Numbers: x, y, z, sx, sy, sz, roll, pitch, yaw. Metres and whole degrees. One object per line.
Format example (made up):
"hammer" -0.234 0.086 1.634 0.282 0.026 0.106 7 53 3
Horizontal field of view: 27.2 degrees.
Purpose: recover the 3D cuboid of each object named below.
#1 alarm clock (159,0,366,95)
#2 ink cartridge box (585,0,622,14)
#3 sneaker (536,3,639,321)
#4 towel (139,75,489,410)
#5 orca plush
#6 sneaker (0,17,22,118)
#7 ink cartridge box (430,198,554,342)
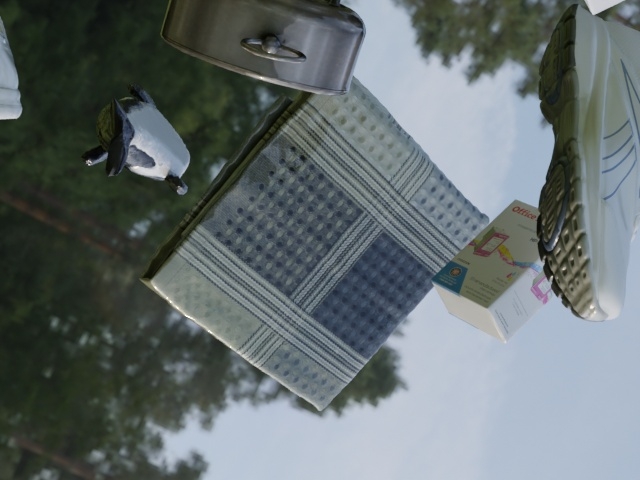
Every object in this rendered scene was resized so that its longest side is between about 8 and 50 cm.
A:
"alarm clock" -0.033 -0.136 0.847 0.192 0.129 0.064 -106 -147 -70
"ink cartridge box" 0.357 -0.371 1.303 0.289 0.211 0.121 -26 -114 13
"sneaker" 0.261 -0.070 1.153 0.111 0.129 0.297 116 -18 -68
"towel" 0.000 0.000 1.462 0.312 0.324 0.056 -48 -142 0
"orca plush" -0.239 -0.101 1.611 0.102 0.151 0.287 -27 -170 6
"sneaker" -0.272 -0.144 1.028 0.212 0.080 0.094 -162 -112 -64
"ink cartridge box" 0.180 0.026 1.245 0.122 0.052 0.088 -42 -145 -15
